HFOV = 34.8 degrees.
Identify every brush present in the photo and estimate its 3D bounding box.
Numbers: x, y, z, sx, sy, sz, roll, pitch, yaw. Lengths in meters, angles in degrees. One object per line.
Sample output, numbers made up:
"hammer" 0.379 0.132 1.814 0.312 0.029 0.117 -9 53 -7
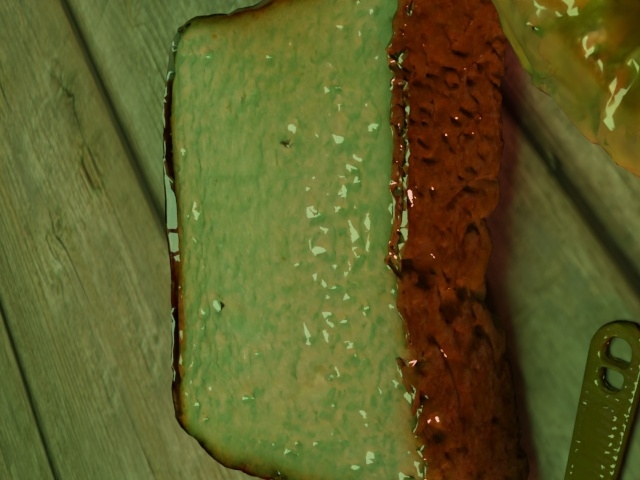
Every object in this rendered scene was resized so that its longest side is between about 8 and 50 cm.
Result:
"brush" 0.133 0.144 0.525 0.082 0.010 0.218 22 107 50

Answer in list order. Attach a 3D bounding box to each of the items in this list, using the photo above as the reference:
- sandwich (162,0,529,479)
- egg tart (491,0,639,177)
"sandwich" 0.000 0.000 0.618 0.271 0.099 0.301 3 96 56
"egg tart" 0.193 -0.168 0.343 0.341 0.132 0.341 -1 89 52
